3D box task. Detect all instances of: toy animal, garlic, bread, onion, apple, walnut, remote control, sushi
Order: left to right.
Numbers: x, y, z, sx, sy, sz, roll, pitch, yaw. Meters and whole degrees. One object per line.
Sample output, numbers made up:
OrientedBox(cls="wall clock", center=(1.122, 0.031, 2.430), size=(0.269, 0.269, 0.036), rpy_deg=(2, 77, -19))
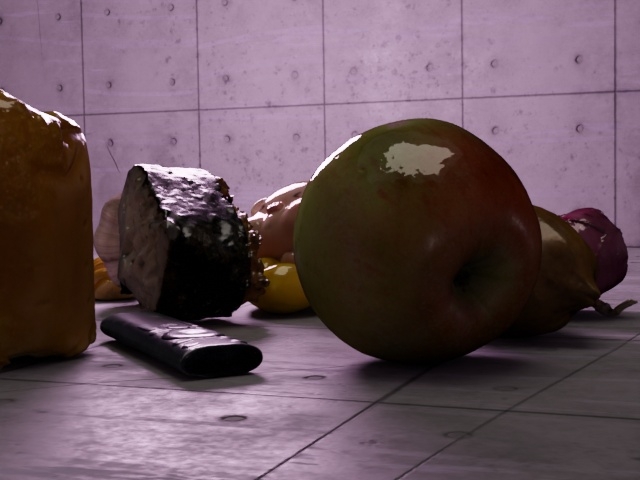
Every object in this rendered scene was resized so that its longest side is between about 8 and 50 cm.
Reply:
OrientedBox(cls="bread", center=(-0.480, -0.015, 1.376), size=(0.361, 0.394, 0.250), rpy_deg=(2, 19, -4))
OrientedBox(cls="bread", center=(-0.420, 0.076, 2.161), size=(0.119, 0.084, 0.177), rpy_deg=(-2, 8, -12))
OrientedBox(cls="garlic", center=(-0.322, -0.002, 2.069), size=(0.245, 0.245, 0.253), rpy_deg=(-2, 5, -17))
OrientedBox(cls="remote control", center=(-0.197, 0.133, 1.420), size=(0.107, 0.044, 0.377), rpy_deg=(-6, 5, -25))
OrientedBox(cls="sushi", center=(-0.235, 0.014, 1.807), size=(0.207, 0.234, 0.348), rpy_deg=(4, 34, -26))
OrientedBox(cls="toy animal", center=(-0.009, 0.002, 1.875), size=(0.345, 0.247, 0.277), rpy_deg=(1, 6, 34))
OrientedBox(cls="apple", center=(0.125, 0.009, 1.329), size=(0.319, 0.319, 0.277), rpy_deg=(-2, 32, -19))
OrientedBox(cls="walnut", center=(0.279, 0.042, 1.543), size=(0.209, 0.209, 0.336), rpy_deg=(-3, 14, -35))
OrientedBox(cls="onion", center=(0.402, 0.043, 1.773), size=(0.200, 0.201, 0.207), rpy_deg=(-2, 16, -12))
